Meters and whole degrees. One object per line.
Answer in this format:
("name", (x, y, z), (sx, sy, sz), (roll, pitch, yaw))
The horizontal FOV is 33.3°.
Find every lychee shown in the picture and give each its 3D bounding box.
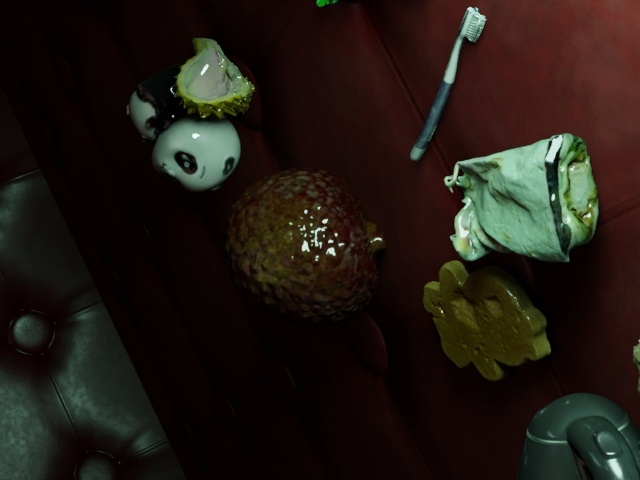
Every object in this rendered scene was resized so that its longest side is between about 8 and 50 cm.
("lychee", (-0.025, 0.017, 1.689), (0.260, 0.260, 0.261), (45, 148, 38))

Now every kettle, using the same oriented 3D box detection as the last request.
("kettle", (0.337, 0.329, 1.262), (0.268, 0.207, 0.290), (-128, 26, -80))

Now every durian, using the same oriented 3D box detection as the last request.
("durian", (-0.197, -0.287, 1.939), (0.078, 0.140, 0.224), (72, 178, -49))

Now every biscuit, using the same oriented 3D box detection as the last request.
("biscuit", (0.230, 0.109, 1.493), (0.184, 0.035, 0.249), (65, 155, 0))

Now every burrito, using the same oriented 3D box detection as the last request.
("burrito", (0.237, -0.046, 1.286), (0.229, 0.089, 0.144), (-2, 95, 63))

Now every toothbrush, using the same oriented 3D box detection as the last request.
("toothbrush", (0.161, -0.193, 1.382), (0.026, 0.024, 0.288), (42, 148, 16))

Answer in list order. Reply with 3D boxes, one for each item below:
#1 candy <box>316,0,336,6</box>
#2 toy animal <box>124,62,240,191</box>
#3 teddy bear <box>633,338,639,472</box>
("candy", (0.058, -0.383, 1.359), (0.203, 0.078, 0.141), (7, 130, 49))
("toy animal", (-0.253, -0.205, 2.031), (0.235, 0.165, 0.187), (64, 155, 5))
("teddy bear", (0.397, 0.221, 1.142), (0.182, 0.129, 0.251), (-10, 103, 63))
